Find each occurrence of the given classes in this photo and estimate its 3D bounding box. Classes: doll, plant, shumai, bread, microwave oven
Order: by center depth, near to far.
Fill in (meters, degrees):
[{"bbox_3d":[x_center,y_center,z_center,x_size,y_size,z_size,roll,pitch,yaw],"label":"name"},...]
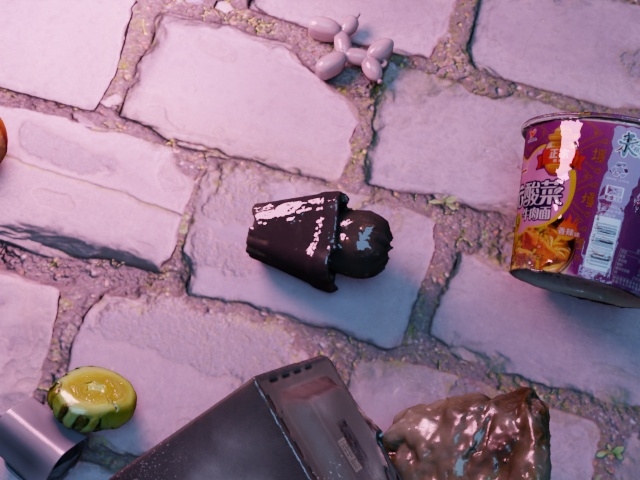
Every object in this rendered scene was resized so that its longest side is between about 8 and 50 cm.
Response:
[{"bbox_3d":[-0.035,0.431,1.168,0.374,0.236,0.432,-37,76,22],"label":"microwave oven"},{"bbox_3d":[0.208,0.366,1.257,0.263,0.304,0.309,7,80,12],"label":"shumai"},{"bbox_3d":[-0.376,0.265,1.336,0.130,0.071,0.139,38,30,19],"label":"bread"},{"bbox_3d":[0.000,0.000,1.425,0.256,0.142,0.164,9,72,12],"label":"plant"},{"bbox_3d":[0.063,-0.371,1.580,0.160,0.059,0.161,-10,73,-5],"label":"doll"}]

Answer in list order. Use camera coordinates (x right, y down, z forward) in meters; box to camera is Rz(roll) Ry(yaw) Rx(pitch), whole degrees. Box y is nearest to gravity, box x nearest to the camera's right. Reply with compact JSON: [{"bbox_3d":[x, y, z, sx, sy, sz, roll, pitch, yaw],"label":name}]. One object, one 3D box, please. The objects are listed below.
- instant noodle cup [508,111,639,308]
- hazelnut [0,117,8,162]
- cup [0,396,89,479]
[{"bbox_3d":[0.479,-0.038,1.387,0.340,0.340,0.266,15,85,1],"label":"instant noodle cup"},{"bbox_3d":[-0.640,-0.179,1.456,0.150,0.150,0.150,1,73,-3],"label":"hazelnut"},{"bbox_3d":[-0.462,0.344,1.320,0.129,0.095,0.128,35,111,11],"label":"cup"}]
